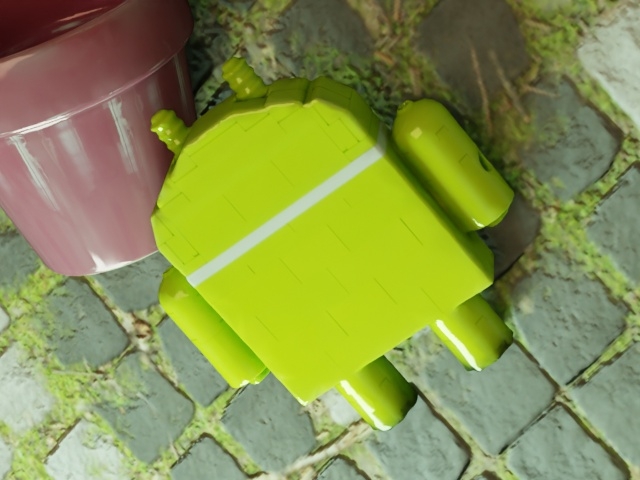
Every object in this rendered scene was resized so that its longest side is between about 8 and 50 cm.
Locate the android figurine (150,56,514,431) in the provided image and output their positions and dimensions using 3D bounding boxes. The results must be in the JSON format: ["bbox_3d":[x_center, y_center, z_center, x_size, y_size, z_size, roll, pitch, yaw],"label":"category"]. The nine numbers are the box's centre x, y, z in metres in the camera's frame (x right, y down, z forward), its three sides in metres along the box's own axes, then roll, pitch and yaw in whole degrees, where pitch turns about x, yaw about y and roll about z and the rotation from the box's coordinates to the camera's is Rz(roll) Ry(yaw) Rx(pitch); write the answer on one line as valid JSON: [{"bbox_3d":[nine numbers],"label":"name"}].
[{"bbox_3d":[0.000,0.000,1.275,0.248,0.056,0.273,-36,107,21],"label":"android figurine"}]

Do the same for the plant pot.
[{"bbox_3d":[-0.168,-0.083,1.331,0.201,0.201,0.180,-5,118,31],"label":"plant pot"}]
